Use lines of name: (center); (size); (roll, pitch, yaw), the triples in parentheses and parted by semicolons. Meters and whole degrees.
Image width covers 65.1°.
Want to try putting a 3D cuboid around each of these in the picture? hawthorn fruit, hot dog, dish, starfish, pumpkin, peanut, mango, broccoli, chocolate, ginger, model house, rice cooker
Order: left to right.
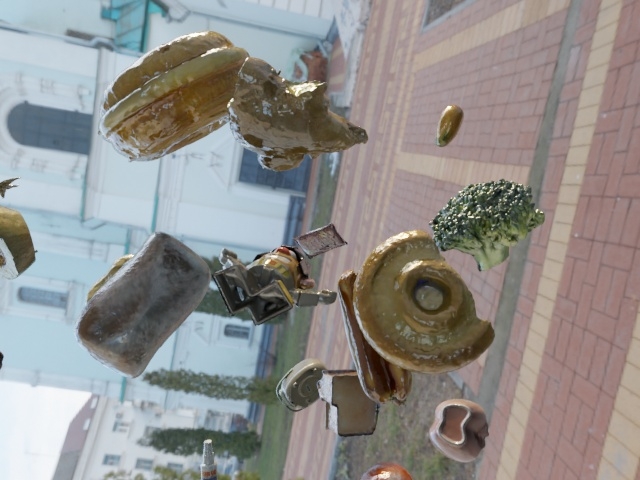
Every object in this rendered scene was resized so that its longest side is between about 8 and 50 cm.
starfish: (-0.757, -0.130, 1.188); (0.016, 0.092, 0.086); (58, 176, 11)
pumpkin: (-0.739, -0.016, 1.173); (0.110, 0.217, 0.218); (-35, -33, -47)
peanut: (-0.613, 0.140, 1.487); (0.229, 0.098, 0.103); (-50, 23, -3)
chocolate: (-0.368, 0.125, 1.064); (0.303, 0.185, 0.100); (-55, 7, -27)
ginger: (-0.046, -0.214, 0.947); (0.123, 0.269, 0.219); (-68, 4, -47)
rice cooker: (-0.057, 0.525, 1.828); (0.206, 0.145, 0.127); (-41, 5, -19)
model house: (0.078, 0.493, 1.549); (0.172, 0.166, 0.183); (161, 111, -68)
hot dog: (0.131, 0.227, 1.183); (0.100, 0.135, 0.338); (52, -158, -78)
hawthorn fruit: (0.187, 0.702, 1.397); (0.173, 0.172, 0.173); (-170, 90, -84)
mango: (0.478, -0.424, 1.873); (0.115, 0.089, 0.165); (-28, -43, -81)
dish: (0.465, 0.632, 1.706); (0.090, 0.213, 0.214); (52, -145, -48)
broccoli: (0.440, -0.025, 1.307); (0.248, 0.287, 0.246); (-80, -34, -68)

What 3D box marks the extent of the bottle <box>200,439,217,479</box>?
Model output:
bottle: (-0.390, 0.810, 1.758); (0.060, 0.060, 0.218); (178, 90, -84)

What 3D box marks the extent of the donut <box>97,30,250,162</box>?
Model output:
donut: (-0.357, -0.346, 1.250); (0.198, 0.448, 0.449); (61, 180, -10)

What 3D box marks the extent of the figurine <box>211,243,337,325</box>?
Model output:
figurine: (-0.116, 0.094, 1.191); (0.143, 0.308, 0.308); (-55, 14, 15)

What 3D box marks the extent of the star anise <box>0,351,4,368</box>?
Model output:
star anise: (-0.854, 0.346, 1.289); (0.141, 0.042, 0.141); (-56, 23, 38)

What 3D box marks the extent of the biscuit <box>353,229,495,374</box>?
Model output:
biscuit: (0.173, 0.124, 0.928); (0.274, 0.213, 0.091); (54, 175, 17)

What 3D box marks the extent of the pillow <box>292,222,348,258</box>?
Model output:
pillow: (0.000, 0.000, 1.741); (0.184, 0.118, 0.043); (-17, 37, 34)
